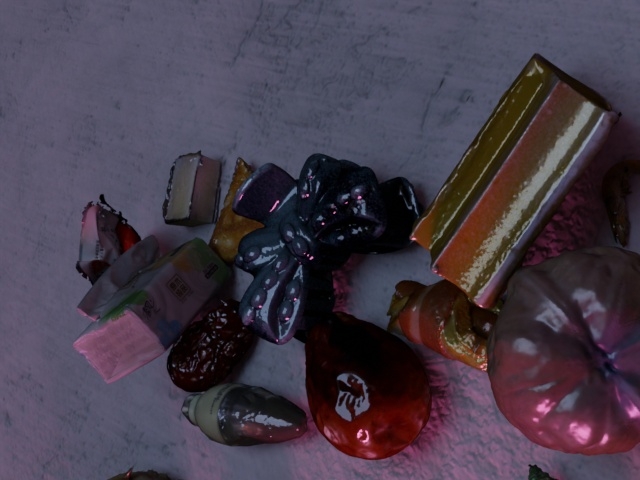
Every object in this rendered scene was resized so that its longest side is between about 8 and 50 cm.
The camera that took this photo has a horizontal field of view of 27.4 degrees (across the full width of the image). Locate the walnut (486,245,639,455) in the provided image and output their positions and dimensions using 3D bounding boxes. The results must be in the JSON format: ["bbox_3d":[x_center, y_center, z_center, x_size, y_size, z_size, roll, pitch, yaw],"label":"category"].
[{"bbox_3d":[0.305,0.123,1.491,0.248,0.248,0.248,-16,66,41],"label":"walnut"}]

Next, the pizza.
[{"bbox_3d":[-0.125,-0.047,2.125,0.185,0.036,0.176,-36,52,34],"label":"pizza"}]

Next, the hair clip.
[{"bbox_3d":[-0.005,-0.002,1.900,0.310,0.194,0.206,-48,61,22],"label":"hair clip"}]

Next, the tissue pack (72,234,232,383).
[{"bbox_3d":[-0.277,0.089,2.072,0.159,0.145,0.229,-31,13,38],"label":"tissue pack"}]

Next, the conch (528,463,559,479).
[{"bbox_3d":[0.294,0.351,1.546,0.095,0.079,0.201,-43,67,11],"label":"conch"}]

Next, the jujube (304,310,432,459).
[{"bbox_3d":[0.052,0.190,1.786,0.168,0.168,0.236,-55,40,18],"label":"jujube"}]

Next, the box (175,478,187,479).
[{"bbox_3d":[-0.144,0.422,1.873,0.058,0.201,0.141,38,103,49],"label":"box"}]

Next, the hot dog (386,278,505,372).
[{"bbox_3d":[0.173,0.094,1.712,0.261,0.123,0.093,20,117,47],"label":"hot dog"}]

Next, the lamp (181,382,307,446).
[{"bbox_3d":[-0.114,0.264,1.968,0.250,0.101,0.101,2,79,40],"label":"lamp"}]

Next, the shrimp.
[{"bbox_3d":[0.386,-0.050,1.618,0.083,0.023,0.114,-18,61,38],"label":"shrimp"}]

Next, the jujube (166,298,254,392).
[{"bbox_3d":[-0.165,0.170,2.056,0.166,0.104,0.104,-42,50,11],"label":"jujube"}]

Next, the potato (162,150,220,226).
[{"bbox_3d":[-0.213,-0.084,2.207,0.086,0.061,0.122,-5,72,45],"label":"potato"}]

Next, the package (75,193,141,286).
[{"bbox_3d":[-0.349,0.041,2.175,0.071,0.269,0.194,10,73,9],"label":"package"}]

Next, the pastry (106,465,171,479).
[{"bbox_3d":[-0.307,0.489,2.074,0.236,0.121,0.257,-15,68,42],"label":"pastry"}]

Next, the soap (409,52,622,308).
[{"bbox_3d":[0.241,-0.076,1.616,0.281,0.143,0.259,-55,4,13],"label":"soap"}]
